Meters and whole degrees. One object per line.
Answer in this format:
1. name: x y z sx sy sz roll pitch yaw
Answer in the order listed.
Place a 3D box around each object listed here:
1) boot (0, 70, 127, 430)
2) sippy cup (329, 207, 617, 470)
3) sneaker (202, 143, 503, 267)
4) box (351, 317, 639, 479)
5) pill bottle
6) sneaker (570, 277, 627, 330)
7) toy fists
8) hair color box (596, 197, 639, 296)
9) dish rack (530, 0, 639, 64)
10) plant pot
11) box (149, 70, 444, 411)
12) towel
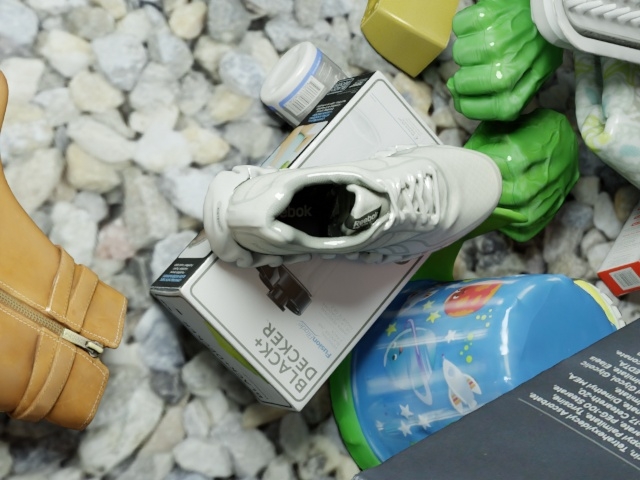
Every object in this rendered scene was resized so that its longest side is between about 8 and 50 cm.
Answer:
1. boot: -0.251 0.008 1.173 0.220 0.109 0.283 24 66 -28
2. sippy cup: 0.165 0.133 1.378 0.240 0.224 0.305 -29 96 -38
3. sneaker: 0.048 -0.030 1.241 0.292 0.118 0.110 -10 92 -27
4. box: 0.314 0.348 1.219 0.472 0.297 0.480 -25 124 -29
5. pill bottle: 0.013 -0.132 1.430 0.137 0.078 0.078 38 58 -23
6. sneaker: 0.289 0.145 1.559 0.094 0.081 0.208 -4 81 -35
7. toy fists: 0.205 -0.135 1.525 0.142 0.096 0.279 -45 131 -49
8. hair color box: 0.393 -0.001 1.682 0.043 0.072 0.141 47 55 -16
9. dish rack: 0.326 -0.320 1.527 0.333 0.072 0.285 3 82 -43
10. plant pot: 0.092 -0.241 1.523 0.083 0.081 0.081 23 64 -15
11. box: 0.000 0.000 1.330 0.290 0.087 0.169 -48 109 -18
12. towel: 0.430 -0.172 1.692 0.320 0.090 0.374 28 45 -25
